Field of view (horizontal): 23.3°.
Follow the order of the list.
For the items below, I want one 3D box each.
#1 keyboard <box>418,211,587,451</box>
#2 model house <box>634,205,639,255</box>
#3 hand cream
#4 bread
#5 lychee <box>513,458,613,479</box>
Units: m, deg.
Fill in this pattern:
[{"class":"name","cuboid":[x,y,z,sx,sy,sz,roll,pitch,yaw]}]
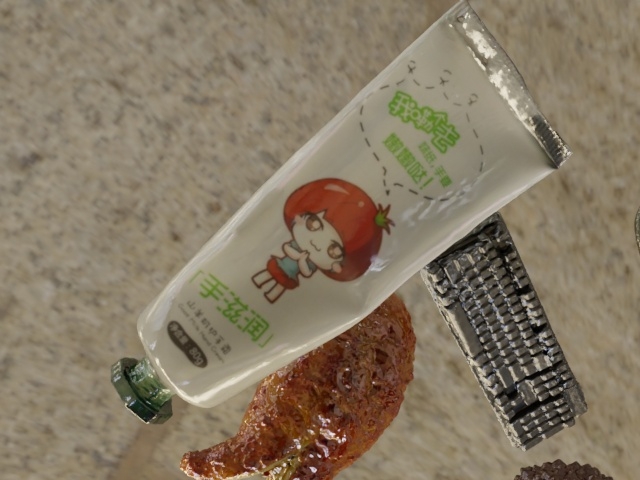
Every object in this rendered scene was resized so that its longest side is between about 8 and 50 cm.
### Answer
[{"class":"keyboard","cuboid":[0.142,0.077,1.163,0.072,0.231,0.023,-32,40,-2]},{"class":"model house","cuboid":[0.430,0.070,1.640,0.218,0.279,0.205,-8,69,-2]},{"class":"hand cream","cuboid":[0.000,0.000,0.994,0.336,0.076,0.121,-40,81,15]},{"class":"bread","cuboid":[-0.004,0.157,1.478,0.139,0.095,0.269,39,75,-6]},{"class":"lychee","cuboid":[0.146,0.201,0.968,0.123,0.123,0.129,26,83,18]}]
